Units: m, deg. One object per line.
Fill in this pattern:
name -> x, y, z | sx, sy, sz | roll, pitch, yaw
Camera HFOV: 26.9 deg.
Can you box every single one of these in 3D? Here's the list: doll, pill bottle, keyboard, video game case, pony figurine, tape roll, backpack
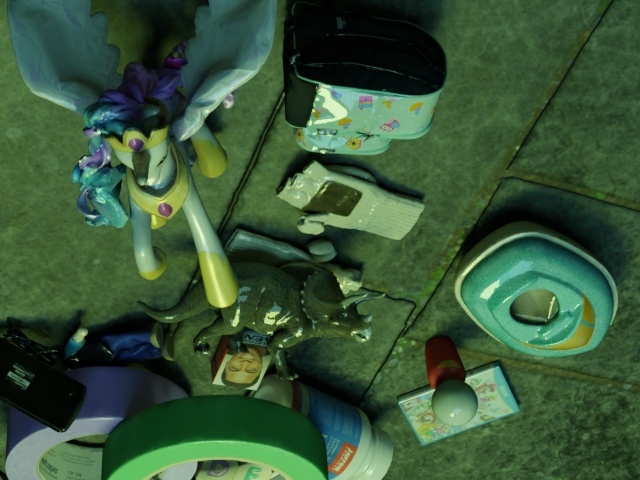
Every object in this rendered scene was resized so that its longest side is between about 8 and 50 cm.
doll -> -0.309, 0.160, 1.900 | 0.189, 0.046, 0.129 | -16, 142, 12
pill bottle -> -0.002, 0.293, 2.015 | 0.221, 0.124, 0.124 | 26, 123, -28
keyboard -> -0.406, 0.184, 1.852 | 0.192, 0.100, 0.038 | 29, 167, 10
video game case -> 0.216, 0.256, 2.091 | 0.166, 0.015, 0.119 | -21, 131, 9
pony figurine -> -0.178, -0.137, 1.502 | 0.303, 0.351, 0.363 | -8, 151, 2
tape roll -> -0.319, 0.295, 1.959 | 0.275, 0.090, 0.275 | -4, 141, -3
tape roll -> -0.148, 0.335, 1.896 | 0.321, 0.077, 0.321 | -3, 140, -2
backpack -> 0.051, -0.185, 1.573 | 0.188, 0.166, 0.144 | 0, 132, -6

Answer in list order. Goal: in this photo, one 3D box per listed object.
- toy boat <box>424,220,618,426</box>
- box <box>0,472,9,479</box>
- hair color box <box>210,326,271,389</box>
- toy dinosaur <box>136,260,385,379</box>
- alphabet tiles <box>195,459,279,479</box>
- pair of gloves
toy boat -> 0.271, 0.129, 1.898 | 0.267, 0.148, 0.318 | 30, 120, -30
box -> -0.511, 0.472, 2.047 | 0.143, 0.191, 0.381 | -33, 129, 19
hair color box -> -0.104, 0.150, 1.926 | 0.072, 0.043, 0.141 | 10, 129, -18
toy dinosaur -> -0.083, 0.088, 1.808 | 0.313, 0.121, 0.160 | 16, 106, 0
alphabet tiles -> -0.072, 0.415, 2.141 | 0.284, 0.021, 0.278 | 15, 116, -19
pair of gloves -> 0.000, 0.000, 1.812 | 0.204, 0.042, 0.240 | 25, 124, -28
